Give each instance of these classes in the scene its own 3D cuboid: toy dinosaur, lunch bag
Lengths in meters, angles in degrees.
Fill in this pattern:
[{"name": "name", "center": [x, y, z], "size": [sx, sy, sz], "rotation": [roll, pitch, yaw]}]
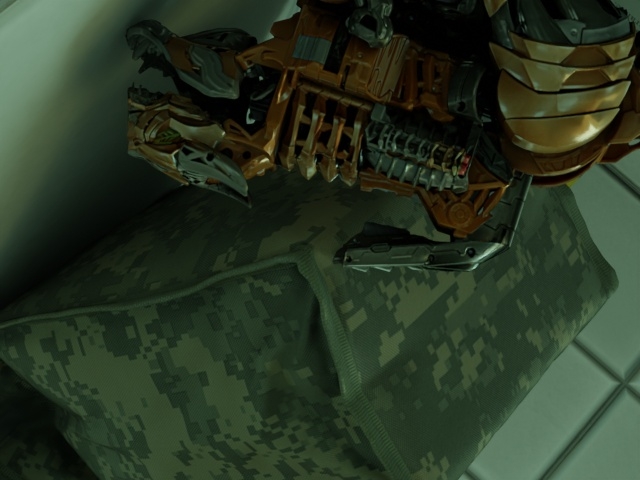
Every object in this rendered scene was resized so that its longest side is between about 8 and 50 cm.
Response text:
[{"name": "toy dinosaur", "center": [0.080, -0.096, 0.806], "size": [0.322, 0.218, 0.164], "rotation": [-1, 171, -20]}, {"name": "lunch bag", "center": [-0.034, 0.044, 0.974], "size": [0.287, 0.169, 0.235], "rotation": [-12, -161, 38]}]

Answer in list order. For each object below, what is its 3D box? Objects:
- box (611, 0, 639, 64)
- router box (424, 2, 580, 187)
[{"name": "box", "center": [0.163, -0.194, 0.981], "size": [0.182, 0.181, 0.119], "rotation": [-45, 173, -29]}, {"name": "router box", "center": [0.157, -0.144, 1.311], "size": [0.243, 0.081, 0.309], "rotation": [-44, 155, -36]}]
